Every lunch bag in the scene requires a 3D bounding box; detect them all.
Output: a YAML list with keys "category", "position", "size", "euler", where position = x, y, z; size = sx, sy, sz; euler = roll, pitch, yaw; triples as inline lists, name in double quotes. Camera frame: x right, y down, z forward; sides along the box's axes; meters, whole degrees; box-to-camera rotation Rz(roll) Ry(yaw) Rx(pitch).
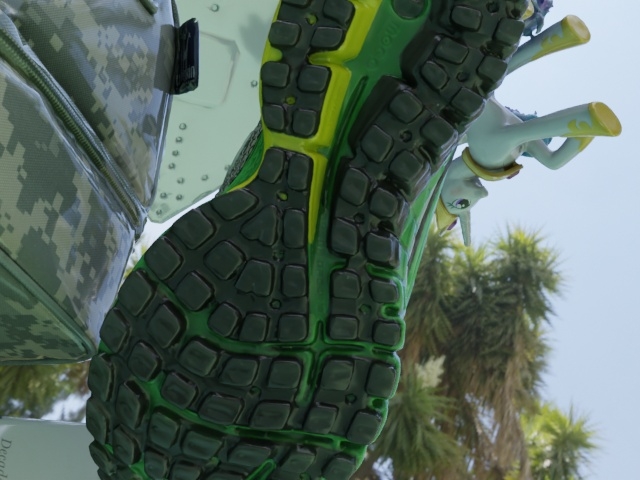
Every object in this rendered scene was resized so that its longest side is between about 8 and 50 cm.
- category: "lunch bag"
  position: [-0.247, -0.074, 0.450]
  size: [0.305, 0.256, 0.212]
  euler: [-4, -34, 19]

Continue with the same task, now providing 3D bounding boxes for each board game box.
- category: "board game box"
  position: [-0.198, -0.276, 1.171]
  size: [0.050, 0.390, 0.390]
  euler: [47, -12, 55]

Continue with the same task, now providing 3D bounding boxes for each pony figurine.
- category: "pony figurine"
  position: [0.205, -0.194, 1.061]
  size: [0.351, 0.303, 0.363]
  euler: [56, -39, 4]

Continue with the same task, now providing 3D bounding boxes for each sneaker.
- category: "sneaker"
  position: [0.000, 0.000, 0.391]
  size: [0.134, 0.343, 0.146]
  euler: [28, 1, 3]

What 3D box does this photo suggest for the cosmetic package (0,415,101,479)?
- category: "cosmetic package"
  position: [-0.243, 0.189, 0.444]
  size: [0.184, 0.151, 0.151]
  euler: [13, -27, -30]
